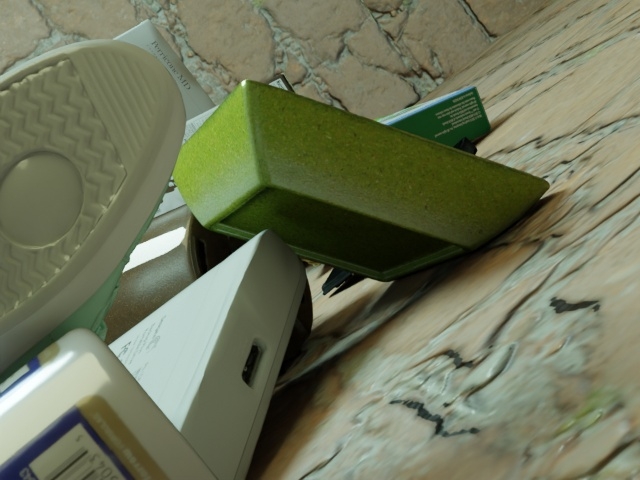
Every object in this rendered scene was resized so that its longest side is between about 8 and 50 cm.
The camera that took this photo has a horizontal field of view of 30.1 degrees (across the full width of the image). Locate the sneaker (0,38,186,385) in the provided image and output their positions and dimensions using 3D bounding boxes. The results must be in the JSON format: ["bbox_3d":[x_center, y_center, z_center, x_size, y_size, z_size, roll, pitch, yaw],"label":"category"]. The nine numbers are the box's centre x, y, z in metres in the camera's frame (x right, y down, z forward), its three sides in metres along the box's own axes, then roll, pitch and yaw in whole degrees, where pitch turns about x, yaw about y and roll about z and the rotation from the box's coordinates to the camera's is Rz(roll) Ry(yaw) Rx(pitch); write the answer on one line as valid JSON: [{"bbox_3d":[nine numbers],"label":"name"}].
[{"bbox_3d":[-0.125,0.031,0.527,0.256,0.094,0.151,-53,-20,10],"label":"sneaker"}]

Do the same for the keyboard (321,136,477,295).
[{"bbox_3d":[0.070,-0.015,0.904,0.100,0.038,0.192,-58,9,-31],"label":"keyboard"}]

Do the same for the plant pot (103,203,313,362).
[{"bbox_3d":[-0.105,0.054,0.840,0.165,0.167,0.167,-26,10,31],"label":"plant pot"}]

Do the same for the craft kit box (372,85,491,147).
[{"bbox_3d":[0.015,-0.079,1.262,0.249,0.061,0.246,-25,9,-21],"label":"craft kit box"}]

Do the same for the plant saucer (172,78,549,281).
[{"bbox_3d":[0.011,-0.022,0.722,0.188,0.188,0.045,153,132,-68],"label":"plant saucer"}]

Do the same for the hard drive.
[{"bbox_3d":[-0.165,0.153,0.685,0.353,0.047,0.233,-35,18,25],"label":"hard drive"}]

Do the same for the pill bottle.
[{"bbox_3d":[-0.123,0.130,0.424,0.186,0.112,0.112,-39,4,-12],"label":"pill bottle"}]

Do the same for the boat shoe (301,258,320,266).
[{"bbox_3d":[0.000,0.000,1.172,0.050,0.045,0.135,-27,5,26],"label":"boat shoe"}]

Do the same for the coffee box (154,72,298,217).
[{"bbox_3d":[-0.128,-0.080,1.429,0.246,0.098,0.141,-28,-16,-13],"label":"coffee box"}]

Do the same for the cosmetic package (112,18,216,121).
[{"bbox_3d":[-0.223,-0.078,1.600,0.097,0.377,0.284,-32,7,47],"label":"cosmetic package"}]
